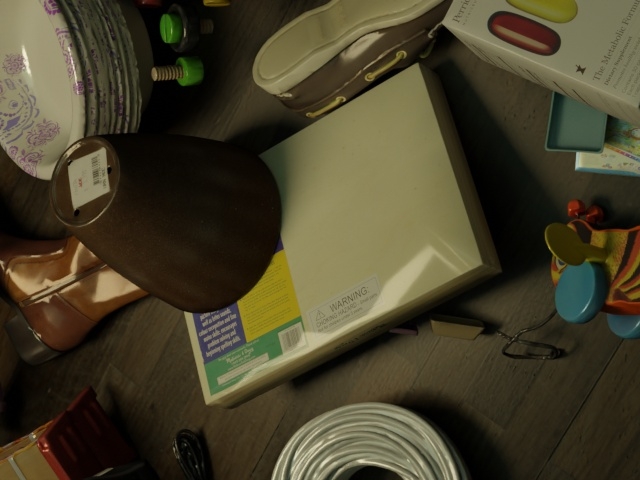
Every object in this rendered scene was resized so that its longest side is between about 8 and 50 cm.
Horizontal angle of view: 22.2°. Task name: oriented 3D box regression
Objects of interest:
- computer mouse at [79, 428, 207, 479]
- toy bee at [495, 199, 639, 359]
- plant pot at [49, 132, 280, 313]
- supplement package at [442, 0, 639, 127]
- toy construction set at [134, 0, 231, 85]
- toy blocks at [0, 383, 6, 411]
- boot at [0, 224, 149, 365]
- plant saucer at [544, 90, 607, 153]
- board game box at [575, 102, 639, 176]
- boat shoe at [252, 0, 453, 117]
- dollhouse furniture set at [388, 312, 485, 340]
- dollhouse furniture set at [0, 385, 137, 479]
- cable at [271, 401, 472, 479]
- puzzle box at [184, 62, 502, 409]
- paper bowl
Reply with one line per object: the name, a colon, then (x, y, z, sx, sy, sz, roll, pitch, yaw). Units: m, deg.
computer mouse: (-0.230, 0.362, 2.041, 0.060, 0.262, 0.184, -19, 92, 44)
toy bee: (0.301, 0.022, 1.779, 0.298, 0.195, 0.162, -9, 67, 38)
plant pot: (-0.200, -0.042, 1.917, 0.215, 0.230, 0.215, -11, 70, 33)
supplement package: (0.279, -0.227, 1.741, 0.244, 0.134, 0.139, 27, 90, 28)
toy construction set: (-0.100, -0.384, 1.949, 0.257, 0.237, 0.308, -54, 50, 51)
toy blocks: (-0.562, 0.112, 2.161, 0.289, 0.309, 0.260, 11, 89, 26)
boot: (-0.336, -0.004, 2.132, 0.280, 0.096, 0.264, -33, 80, 25)
plant saucer: (0.295, -0.189, 1.811, 0.067, 0.018, 0.192, 5, 82, 26)
board game box: (0.363, -0.122, 1.805, 0.154, 0.026, 0.103, 7, 99, 26)
boat shoe: (0.075, -0.248, 1.899, 0.324, 0.097, 0.116, -30, 43, 23)
dollhouse furniture set: (0.139, 0.065, 1.925, 0.114, 0.091, 0.081, 9, 103, -4)
dollhouse furniture set: (-0.307, 0.412, 2.152, 0.201, 0.152, 0.374, -27, 99, 26)
cable: (0.066, 0.320, 1.950, 0.257, 0.089, 0.257, -42, 75, 12)
puzzle box: (0.000, 0.000, 1.940, 0.409, 0.052, 0.272, -28, 63, 27)
paper bowl: (-0.315, -0.228, 2.034, 0.284, 0.148, 0.284, 30, 130, 44)
